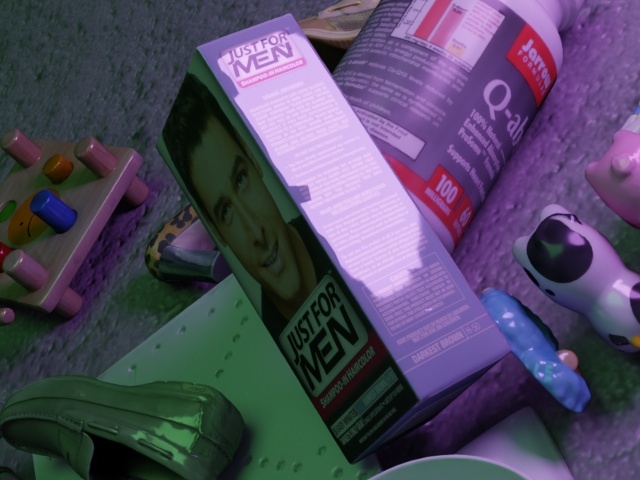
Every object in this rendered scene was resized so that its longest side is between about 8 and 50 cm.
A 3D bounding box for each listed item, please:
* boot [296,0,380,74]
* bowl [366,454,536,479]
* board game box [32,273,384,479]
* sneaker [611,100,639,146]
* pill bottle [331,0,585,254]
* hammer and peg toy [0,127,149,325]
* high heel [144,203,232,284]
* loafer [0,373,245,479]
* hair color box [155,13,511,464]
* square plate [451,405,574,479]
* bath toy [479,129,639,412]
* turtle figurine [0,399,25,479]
[{"bbox_3d":[0.068,-0.309,1.720,0.261,0.095,0.204,-3,55,39],"label":"boot"},{"bbox_3d":[0.099,0.322,1.019,0.297,0.134,0.298,-24,44,25],"label":"bowl"},{"bbox_3d":[-0.133,0.237,1.452,0.390,0.050,0.390,-38,38,10],"label":"board game box"},{"bbox_3d":[0.352,-0.137,1.314,0.240,0.091,0.126,-34,24,-15],"label":"sneaker"},{"bbox_3d":[0.130,-0.169,1.446,0.210,0.210,0.363,16,68,48],"label":"pill bottle"},{"bbox_3d":[-0.403,0.020,1.832,0.266,0.127,0.361,8,62,43],"label":"hammer and peg toy"},{"bbox_3d":[-0.119,-0.060,1.681,0.186,0.093,0.261,4,57,52],"label":"high heel"},{"bbox_3d":[-0.227,0.210,1.427,0.319,0.112,0.111,-5,48,36],"label":"loafer"},{"bbox_3d":[0.000,0.000,1.257,0.113,0.374,0.185,-24,-16,-29],"label":"hair color box"},{"bbox_3d":[0.100,0.346,1.145,0.344,0.049,0.347,-37,39,10],"label":"square plate"},{"bbox_3d":[0.293,-0.018,1.187,0.348,0.151,0.129,-53,20,8],"label":"bath toy"},{"bbox_3d":[-0.400,0.275,1.576,0.234,0.118,0.175,37,110,54],"label":"turtle figurine"}]
